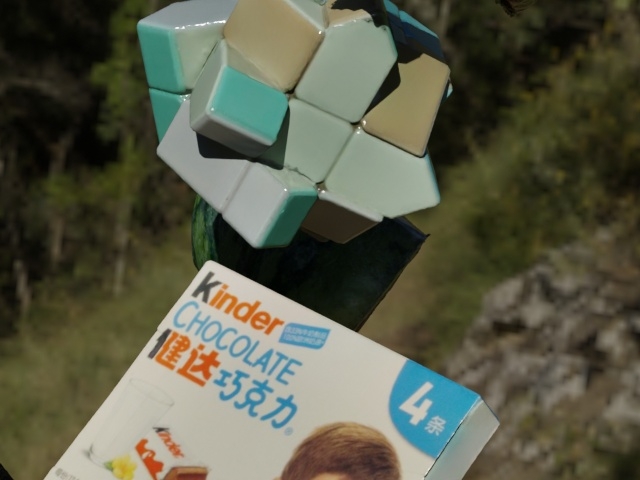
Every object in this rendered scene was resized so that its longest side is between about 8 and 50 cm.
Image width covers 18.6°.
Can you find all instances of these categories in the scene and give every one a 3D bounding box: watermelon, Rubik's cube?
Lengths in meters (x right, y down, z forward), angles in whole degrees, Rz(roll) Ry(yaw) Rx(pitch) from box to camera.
[{"bbox_3d":[0.000,0.000,1.978,0.262,0.213,0.201,45,23,28],"label":"watermelon"},{"bbox_3d":[-0.019,-0.121,1.566,0.265,0.224,0.213,32,22,-17],"label":"Rubik's cube"}]

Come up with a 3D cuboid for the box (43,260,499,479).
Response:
[{"bbox_3d":[-0.054,0.170,1.365,0.273,0.265,0.048,24,-19,38],"label":"box"}]

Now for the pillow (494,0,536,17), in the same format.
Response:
[{"bbox_3d":[0.170,-0.245,1.576,0.034,0.135,0.211,47,15,18],"label":"pillow"}]

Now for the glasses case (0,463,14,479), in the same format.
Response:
[{"bbox_3d":[-0.219,0.175,1.076,0.082,0.122,0.321,22,15,-47],"label":"glasses case"}]
